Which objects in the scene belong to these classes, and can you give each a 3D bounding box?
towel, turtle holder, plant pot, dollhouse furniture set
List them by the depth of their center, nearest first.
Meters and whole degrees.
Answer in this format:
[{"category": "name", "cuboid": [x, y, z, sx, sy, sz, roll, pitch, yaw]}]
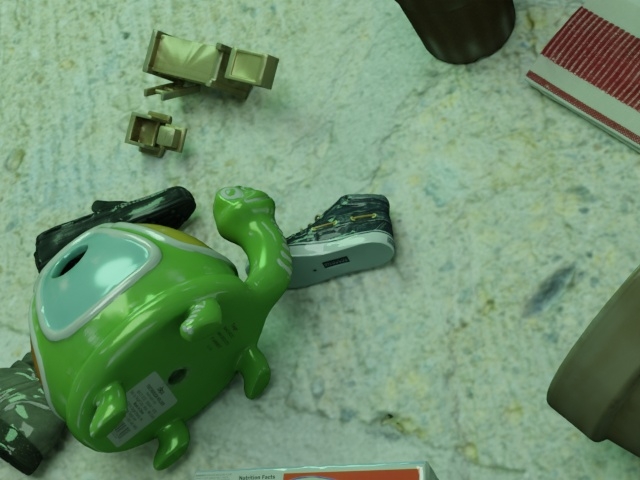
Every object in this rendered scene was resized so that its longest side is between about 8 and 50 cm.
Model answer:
[{"category": "plant pot", "cuboid": [0.425, 0.127, 1.400, 0.280, 0.323, 0.323, 42, 81, 19]}, {"category": "turtle holder", "cuboid": [-0.188, 0.075, 1.665, 0.227, 0.243, 0.320, 46, 110, 30]}, {"category": "towel", "cuboid": [0.432, -0.255, 1.767, 0.237, 0.037, 0.329, 37, 80, 32]}, {"category": "plant pot", "cuboid": [0.161, -0.314, 1.828, 0.167, 0.165, 0.167, -9, 58, 15]}, {"category": "dollhouse furniture set", "cuboid": [-0.138, -0.172, 1.929, 0.182, 0.101, 0.160, 16, 92, 28]}]

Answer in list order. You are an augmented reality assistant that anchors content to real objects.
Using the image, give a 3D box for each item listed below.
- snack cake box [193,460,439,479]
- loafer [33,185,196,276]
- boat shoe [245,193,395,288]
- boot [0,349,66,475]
[{"category": "snack cake box", "cuboid": [-0.007, 0.321, 1.559, 0.264, 0.089, 0.152, -5, 58, 19]}, {"category": "loafer", "cuboid": [-0.264, -0.021, 1.874, 0.223, 0.076, 0.078, -25, 62, 11]}, {"category": "boat shoe", "cuboid": [0.000, 0.000, 1.772, 0.183, 0.065, 0.083, -11, 49, 13]}, {"category": "boot", "cuboid": [-0.381, 0.170, 1.817, 0.246, 0.083, 0.161, 27, 65, 28]}]
